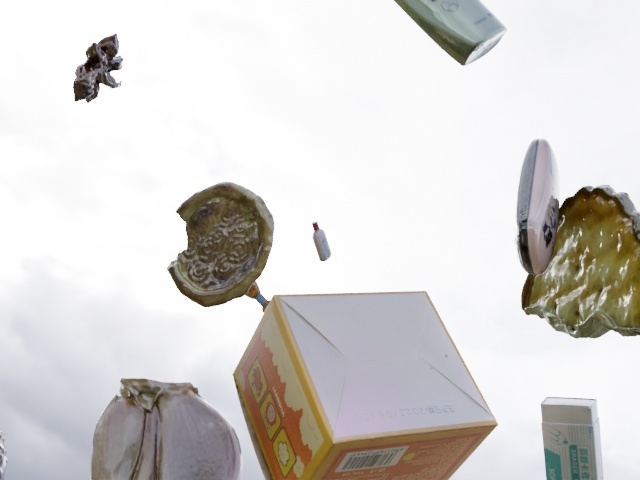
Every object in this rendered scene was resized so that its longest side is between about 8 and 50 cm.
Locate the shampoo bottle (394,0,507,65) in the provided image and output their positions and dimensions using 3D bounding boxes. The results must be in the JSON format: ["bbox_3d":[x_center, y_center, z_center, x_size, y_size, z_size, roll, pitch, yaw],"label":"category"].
[{"bbox_3d":[0.163,-0.461,1.672,0.359,0.134,0.078,49,-34,10],"label":"shampoo bottle"}]

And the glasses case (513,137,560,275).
[{"bbox_3d":[0.400,-0.067,1.755,0.075,0.314,0.122,-2,-50,20],"label":"glasses case"}]

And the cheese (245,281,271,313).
[{"bbox_3d":[-0.145,0.119,2.130,0.111,0.017,0.047,45,-64,15],"label":"cheese"}]

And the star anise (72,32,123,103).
[{"bbox_3d":[-0.461,-0.353,1.964,0.057,0.168,0.168,30,-29,18],"label":"star anise"}]

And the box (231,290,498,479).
[{"bbox_3d":[0.056,0.237,1.415,0.283,0.259,0.214,1,-45,-31],"label":"box"}]

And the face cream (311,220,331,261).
[{"bbox_3d":[0.000,0.000,1.946,0.021,0.040,0.083,-6,-68,30],"label":"face cream"}]

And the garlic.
[{"bbox_3d":[-0.275,0.400,1.707,0.279,0.325,0.132,5,-25,-21],"label":"garlic"}]

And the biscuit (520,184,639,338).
[{"bbox_3d":[0.499,0.076,1.722,0.078,0.335,0.329,5,-54,-25],"label":"biscuit"}]

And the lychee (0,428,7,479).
[{"bbox_3d":[-0.703,0.408,1.716,0.264,0.300,0.264,-1,-31,-1],"label":"lychee"}]

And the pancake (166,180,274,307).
[{"bbox_3d":[-0.182,0.005,1.717,0.212,0.235,0.029,-3,-15,21],"label":"pancake"}]

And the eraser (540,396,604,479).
[{"bbox_3d":[0.449,0.394,1.691,0.095,0.052,0.225,-3,-82,29],"label":"eraser"}]
